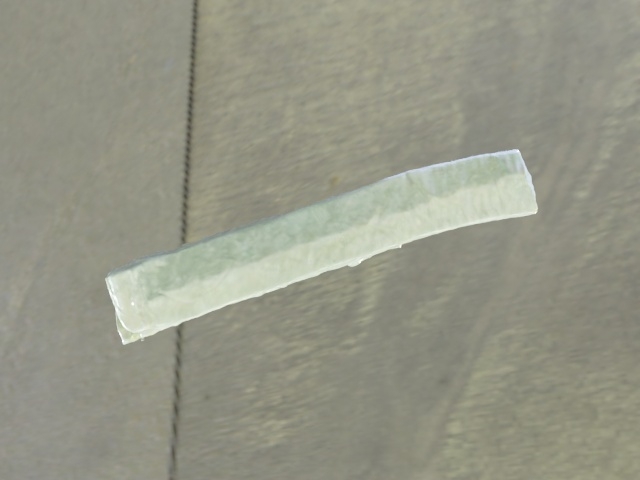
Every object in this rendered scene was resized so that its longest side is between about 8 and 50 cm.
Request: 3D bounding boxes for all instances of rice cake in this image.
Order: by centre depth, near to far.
[{"bbox_3d":[0.000,0.000,0.847,0.245,0.042,0.045,-18,92,-3],"label":"rice cake"}]
